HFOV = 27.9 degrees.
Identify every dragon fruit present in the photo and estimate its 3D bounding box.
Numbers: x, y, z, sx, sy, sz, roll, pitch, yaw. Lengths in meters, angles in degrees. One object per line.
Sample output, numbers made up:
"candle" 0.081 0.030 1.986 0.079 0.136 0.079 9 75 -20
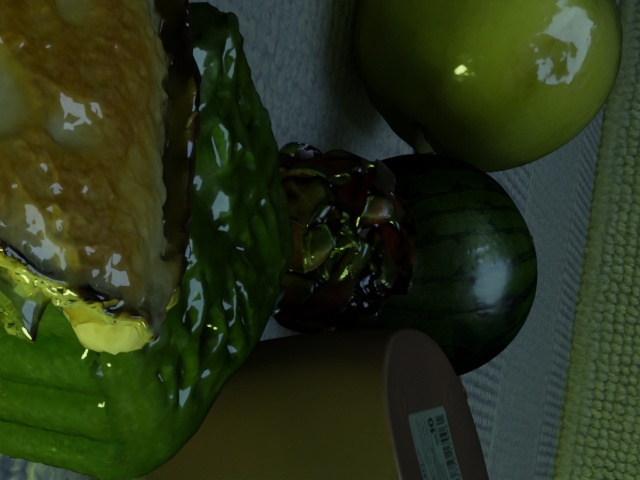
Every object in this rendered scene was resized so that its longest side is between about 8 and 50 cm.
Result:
"dragon fruit" 0.000 0.000 1.151 0.188 0.182 0.182 -11 107 -77

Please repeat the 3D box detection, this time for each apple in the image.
"apple" 0.176 -0.214 1.399 0.254 0.292 0.292 -48 151 -9

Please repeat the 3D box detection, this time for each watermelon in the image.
"watermelon" 0.105 0.027 1.335 0.242 0.242 0.242 7 90 -69

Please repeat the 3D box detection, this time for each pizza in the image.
"pizza" -0.172 -0.127 0.604 0.392 0.080 0.435 56 41 -18

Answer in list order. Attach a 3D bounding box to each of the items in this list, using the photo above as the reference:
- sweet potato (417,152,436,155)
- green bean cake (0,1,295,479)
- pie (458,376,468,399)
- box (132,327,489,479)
"sweet potato" 0.163 0.015 1.731 0.108 0.079 0.346 -104 -175 -58
"green bean cake" -0.132 -0.002 0.827 0.250 0.156 0.247 -61 149 -44
"pie" 0.079 0.196 1.429 0.273 0.069 0.273 21 62 -46
"box" 0.008 0.205 1.058 0.301 0.216 0.301 -17 90 -72
